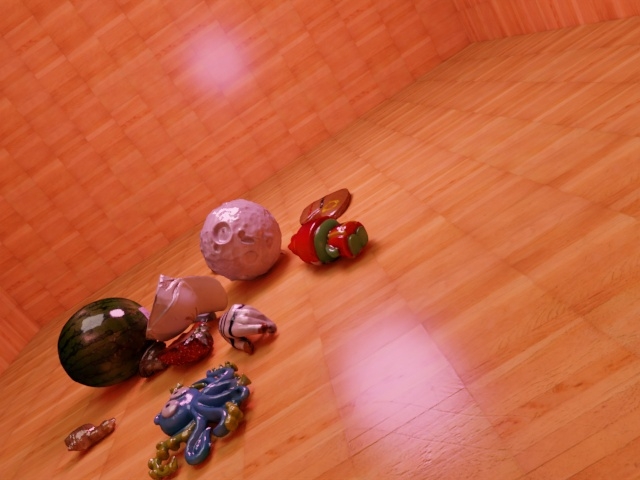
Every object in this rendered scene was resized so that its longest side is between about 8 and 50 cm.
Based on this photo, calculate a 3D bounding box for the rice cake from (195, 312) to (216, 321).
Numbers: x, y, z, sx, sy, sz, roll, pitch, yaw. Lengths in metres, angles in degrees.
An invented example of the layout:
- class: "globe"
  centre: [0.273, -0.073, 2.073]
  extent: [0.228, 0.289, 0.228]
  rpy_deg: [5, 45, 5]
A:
- class: "rice cake"
  centre: [-0.479, 0.310, 1.953]
  extent: [0.180, 0.030, 0.042]
  rpy_deg: [-13, 20, 45]

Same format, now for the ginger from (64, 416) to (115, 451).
- class: "ginger"
  centre: [-0.748, 0.629, 1.593]
  extent: [0.165, 0.067, 0.096]
  rpy_deg: [-25, 17, -13]

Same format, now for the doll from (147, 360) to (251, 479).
- class: "doll"
  centre: [-0.328, 0.446, 1.297]
  extent: [0.341, 0.099, 0.346]
  rpy_deg: [-28, 23, 23]

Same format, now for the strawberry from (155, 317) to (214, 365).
- class: "strawberry"
  centre: [-0.467, 0.381, 1.662]
  extent: [0.228, 0.098, 0.174]
  rpy_deg: [-34, 9, 7]

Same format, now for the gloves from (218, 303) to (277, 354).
- class: "gloves"
  centre: [-0.240, 0.269, 1.537]
  extent: [0.140, 0.131, 0.219]
  rpy_deg: [-50, 16, -31]

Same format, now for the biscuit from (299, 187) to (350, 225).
- class: "biscuit"
  centre: [0.009, -0.142, 2.206]
  extent: [0.277, 0.052, 0.262]
  rpy_deg: [-23, 22, 29]

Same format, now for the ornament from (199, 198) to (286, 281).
- class: "ornament"
  centre: [-0.325, -0.003, 1.969]
  extent: [0.337, 0.337, 0.337]
  rpy_deg: [-30, 20, 12]

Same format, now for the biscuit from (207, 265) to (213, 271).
- class: "biscuit"
  centre: [-0.471, 0.094, 2.441]
  extent: [0.203, 0.041, 0.260]
  rpy_deg: [-31, 20, 0]

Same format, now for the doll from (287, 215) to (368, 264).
- class: "doll"
  centre: [0.001, 0.001, 1.724]
  extent: [0.363, 0.160, 0.182]
  rpy_deg: [-11, 31, 48]

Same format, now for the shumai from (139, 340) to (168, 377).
- class: "shumai"
  centre: [-0.604, 0.447, 1.782]
  extent: [0.139, 0.105, 0.123]
  rpy_deg: [-37, -26, -35]

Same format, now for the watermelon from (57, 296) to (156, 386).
- class: "watermelon"
  centre: [-0.819, 0.389, 1.872]
  extent: [0.363, 0.363, 0.363]
  rpy_deg: [-30, 20, 12]

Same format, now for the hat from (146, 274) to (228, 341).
- class: "hat"
  centre: [-0.482, 0.263, 1.765]
  extent: [0.301, 0.258, 0.168]
  rpy_deg: [-4, 45, -27]
